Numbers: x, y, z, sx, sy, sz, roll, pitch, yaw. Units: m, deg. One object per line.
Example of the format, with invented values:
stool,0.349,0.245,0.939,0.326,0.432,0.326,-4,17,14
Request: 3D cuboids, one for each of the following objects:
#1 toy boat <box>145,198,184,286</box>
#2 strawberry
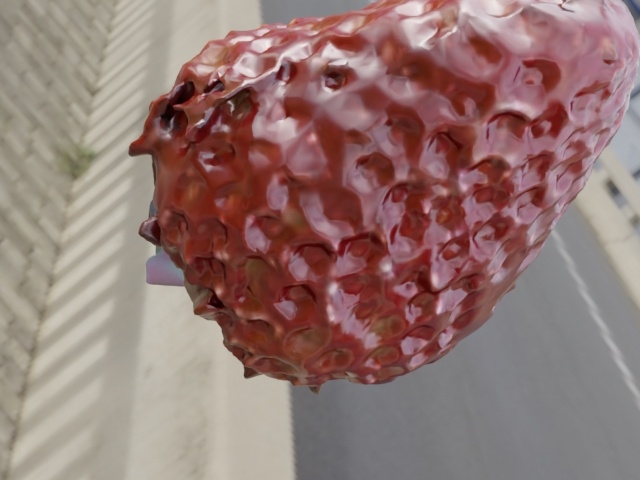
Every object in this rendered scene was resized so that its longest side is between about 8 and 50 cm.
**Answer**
toy boat,0.000,0.000,1.182,0.134,0.299,0.092,-86,180,-65
strawberry,0.043,-0.047,0.653,0.205,0.244,0.205,34,39,-32
